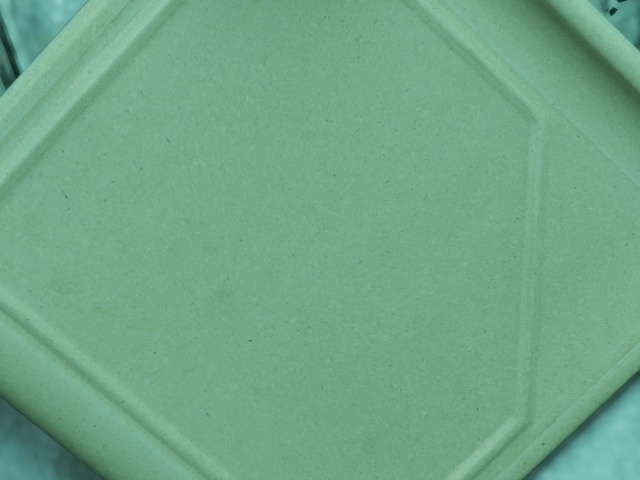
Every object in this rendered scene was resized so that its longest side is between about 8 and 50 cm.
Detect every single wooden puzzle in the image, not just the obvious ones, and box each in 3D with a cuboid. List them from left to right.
[{"bbox_3d":[0.000,0.000,0.548,0.221,0.044,0.238,42,107,-14],"label":"wooden puzzle"}]
